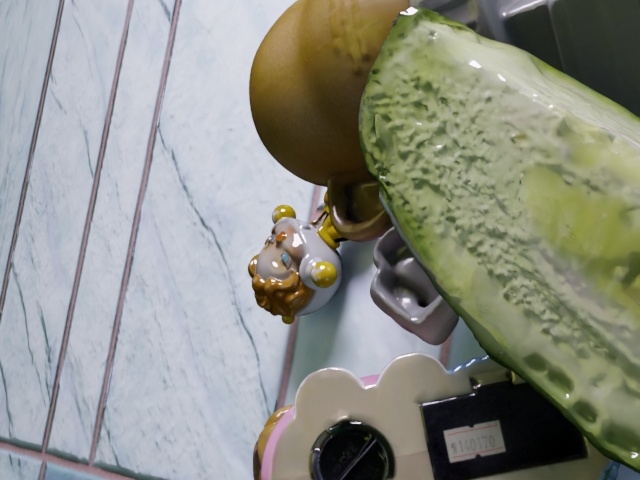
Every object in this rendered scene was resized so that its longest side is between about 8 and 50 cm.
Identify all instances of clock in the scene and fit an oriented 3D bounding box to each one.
[{"bbox_3d":[0.071,0.125,0.788,0.195,0.194,0.100,75,-174,-75],"label":"clock"}]

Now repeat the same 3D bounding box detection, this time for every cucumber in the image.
[{"bbox_3d":[0.153,0.012,0.679,0.325,0.105,0.145,39,107,22],"label":"cucumber"}]

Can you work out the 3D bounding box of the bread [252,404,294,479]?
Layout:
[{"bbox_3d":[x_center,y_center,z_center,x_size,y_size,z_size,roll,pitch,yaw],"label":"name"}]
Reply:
[{"bbox_3d":[0.018,0.217,0.937,0.225,0.081,0.134,-123,28,-47],"label":"bread"}]

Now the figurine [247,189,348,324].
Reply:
[{"bbox_3d":[-0.001,-0.003,1.090,0.101,0.068,0.143,14,78,54],"label":"figurine"}]

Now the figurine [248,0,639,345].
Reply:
[{"bbox_3d":[0.083,-0.118,0.848,0.285,0.167,0.343,-19,39,26],"label":"figurine"}]
